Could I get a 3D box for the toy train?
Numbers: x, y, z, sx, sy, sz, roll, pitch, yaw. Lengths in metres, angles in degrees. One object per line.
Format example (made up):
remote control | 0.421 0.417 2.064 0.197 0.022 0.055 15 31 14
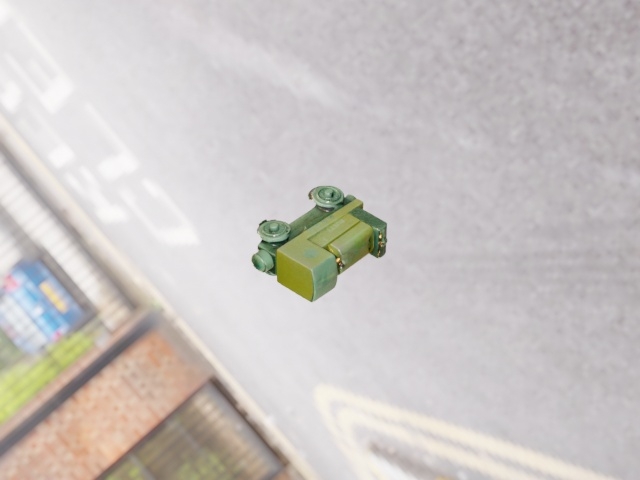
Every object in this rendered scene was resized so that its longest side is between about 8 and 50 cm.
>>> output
toy train | 0.000 0.000 1.348 0.081 0.122 0.050 30 137 34
